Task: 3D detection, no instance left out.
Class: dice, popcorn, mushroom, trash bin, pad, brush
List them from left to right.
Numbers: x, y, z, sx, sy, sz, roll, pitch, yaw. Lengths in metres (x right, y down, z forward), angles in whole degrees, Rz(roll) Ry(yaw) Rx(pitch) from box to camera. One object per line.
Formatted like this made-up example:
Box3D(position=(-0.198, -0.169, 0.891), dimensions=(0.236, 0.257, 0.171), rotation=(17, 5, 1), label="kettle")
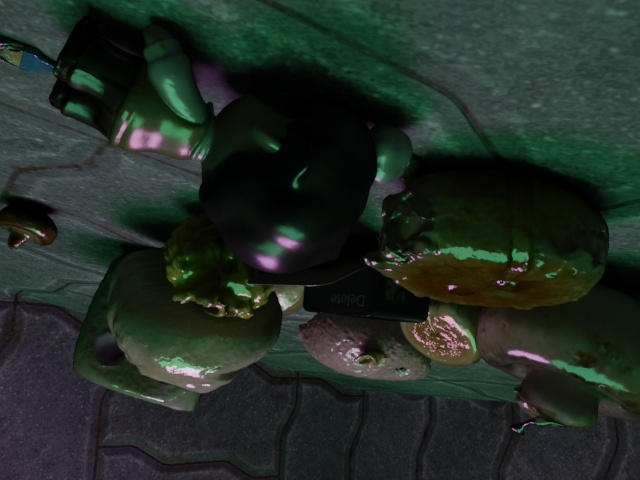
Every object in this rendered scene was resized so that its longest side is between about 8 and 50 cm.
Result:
Box3D(position=(-0.616, -0.032, 1.462), dimensions=(0.126, 0.085, 0.109), rotation=(26, 128, -10), label="mushroom")
Box3D(position=(-0.307, -0.201, 0.834), dimensions=(0.164, 0.014, 0.051), rotation=(17, 163, -24), label="brush")
Box3D(position=(-0.399, 0.226, 1.728), dimensions=(0.318, 0.330, 0.322), rotation=(20, 167, -3), label="dice")
Box3D(position=(-0.181, 0.050, 1.272), dimensions=(0.218, 0.189, 0.169), rotation=(15, 160, -17), label="popcorn")
Box3D(position=(0.009, 0.044, 1.216), dimensions=(0.176, 0.002, 0.266), rotation=(-1, -169, 35), label="pad")
Box3D(position=(0.100, 0.105, 1.383), dimensions=(0.165, 0.115, 0.225), rotation=(-1, 167, 36), label="trash bin")
Box3D(position=(0.447, 0.226, 1.249), dimensions=(0.362, 0.294, 0.362), rotation=(22, 166, 6), label="mushroom")

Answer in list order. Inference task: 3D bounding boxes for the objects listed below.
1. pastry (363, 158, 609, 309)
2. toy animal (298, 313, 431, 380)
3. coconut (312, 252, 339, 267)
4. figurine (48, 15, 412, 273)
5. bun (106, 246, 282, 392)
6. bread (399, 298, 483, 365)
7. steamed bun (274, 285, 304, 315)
Box3D(position=(0.230, 0.007, 0.967), dimensions=(0.330, 0.136, 0.329), rotation=(8, 163, 3), label="pastry")
Box3D(position=(0.098, 0.248, 1.758), dimensions=(0.359, 0.188, 0.226), rotation=(5, 152, 22), label="toy animal")
Box3D(position=(0.000, 0.000, 1.191), dimensions=(0.081, 0.083, 0.082), rotation=(-25, 137, 1), label="coconut")
Box3D(position=(-0.103, -0.117, 0.788), dimensions=(0.365, 0.206, 0.218), rotation=(38, 135, -7), label="figurine")
Box3D(position=(-0.264, 0.170, 1.446), dimensions=(0.365, 0.365, 0.219), rotation=(14, 118, -8), label="bun")
Box3D(position=(0.275, 0.182, 1.505), dimensions=(0.213, 0.105, 0.213), rotation=(23, 135, 26), label="bread")
Box3D(position=(-0.117, 0.137, 1.667), dimensions=(0.231, 0.110, 0.212), rotation=(6, 163, 24), label="steamed bun")
